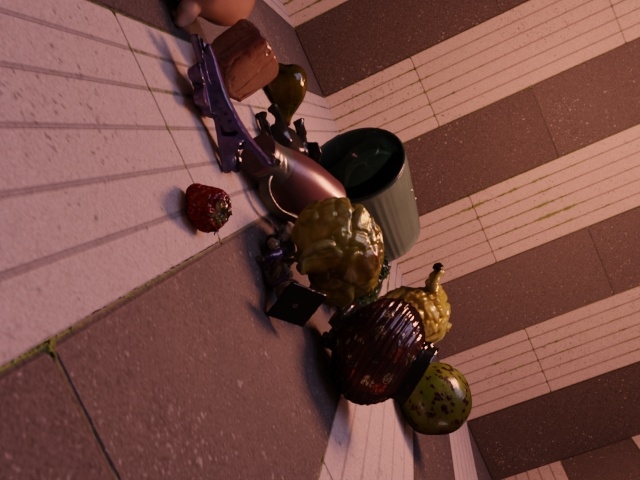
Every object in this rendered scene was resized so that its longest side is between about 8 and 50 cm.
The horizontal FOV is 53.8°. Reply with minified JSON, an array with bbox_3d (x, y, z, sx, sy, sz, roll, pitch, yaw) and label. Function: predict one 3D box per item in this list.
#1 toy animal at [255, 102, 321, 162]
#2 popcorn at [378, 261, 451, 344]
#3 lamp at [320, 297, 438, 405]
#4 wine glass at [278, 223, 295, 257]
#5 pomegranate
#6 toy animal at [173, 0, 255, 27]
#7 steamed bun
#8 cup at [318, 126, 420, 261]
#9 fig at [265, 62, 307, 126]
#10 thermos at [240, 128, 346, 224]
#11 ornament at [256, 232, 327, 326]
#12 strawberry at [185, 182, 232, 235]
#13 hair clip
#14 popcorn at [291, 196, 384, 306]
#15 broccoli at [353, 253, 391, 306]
[{"bbox_3d":[-0.083,-0.257,1.668,0.245,0.114,0.146,12,46,-50],"label":"toy animal"},{"bbox_3d":[0.352,0.262,2.299,0.237,0.293,0.293,56,14,-19],"label":"popcorn"},{"bbox_3d":[0.116,0.225,1.312,0.247,0.247,0.247,-23,90,-79],"label":"lamp"},{"bbox_3d":[-0.072,-0.002,1.350,0.042,0.039,0.083,48,16,-27],"label":"wine glass"},{"bbox_3d":[0.309,0.452,1.872,0.286,0.231,0.231,35,18,-9],"label":"pomegranate"},{"bbox_3d":[-0.231,-0.573,1.356,0.213,0.195,0.256,58,14,-3],"label":"toy animal"},{"bbox_3d":[-0.176,-0.384,1.352,0.106,0.145,0.175,51,-6,18],"label":"steamed bun"},{"bbox_3d":[0.155,-0.171,2.092,0.392,0.310,0.401,62,13,-48],"label":"cup"},{"bbox_3d":[-0.114,-0.457,1.935,0.126,0.133,0.185,56,-35,31],"label":"fig"},{"bbox_3d":[-0.066,-0.120,1.378,0.265,0.146,0.176,35,44,-53],"label":"thermos"},{"bbox_3d":[-0.076,0.055,1.151,0.081,0.088,0.203,22,28,-41],"label":"ornament"},{"bbox_3d":[-0.172,-0.052,0.936,0.083,0.073,0.073,31,-8,29],"label":"strawberry"},{"bbox_3d":[-0.190,-0.241,1.175,0.278,0.090,0.137,61,9,-7],"label":"hair clip"},{"bbox_3d":[0.034,0.029,1.274,0.217,0.181,0.235,-71,151,-59],"label":"popcorn"},{"bbox_3d":[0.096,0.119,1.618,0.220,0.194,0.194,34,-19,50],"label":"broccoli"}]
